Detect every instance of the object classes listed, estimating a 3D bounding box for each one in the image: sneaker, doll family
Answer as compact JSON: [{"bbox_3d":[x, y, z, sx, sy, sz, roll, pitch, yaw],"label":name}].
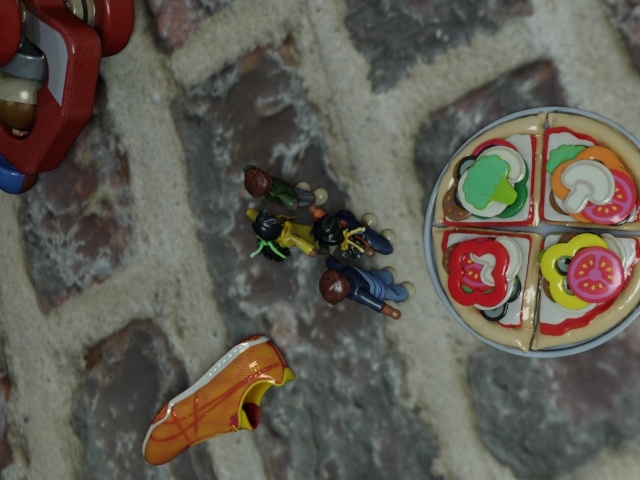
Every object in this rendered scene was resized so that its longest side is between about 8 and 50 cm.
[{"bbox_3d":[-0.098,0.159,0.871,0.175,0.064,0.067,-43,75,22],"label":"sneaker"},{"bbox_3d":[0.000,0.000,0.804,0.193,0.111,0.076,26,97,30],"label":"doll family"}]

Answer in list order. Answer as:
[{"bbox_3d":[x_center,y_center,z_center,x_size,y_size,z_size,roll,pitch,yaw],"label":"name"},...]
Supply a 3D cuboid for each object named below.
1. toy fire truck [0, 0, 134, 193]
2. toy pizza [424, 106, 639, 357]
[{"bbox_3d":[-0.341,-0.192,1.019,0.302,0.169,0.253,36,126,29],"label":"toy fire truck"},{"bbox_3d":[0.171,-0.009,0.752,0.201,0.032,0.201,-4,81,30],"label":"toy pizza"}]
